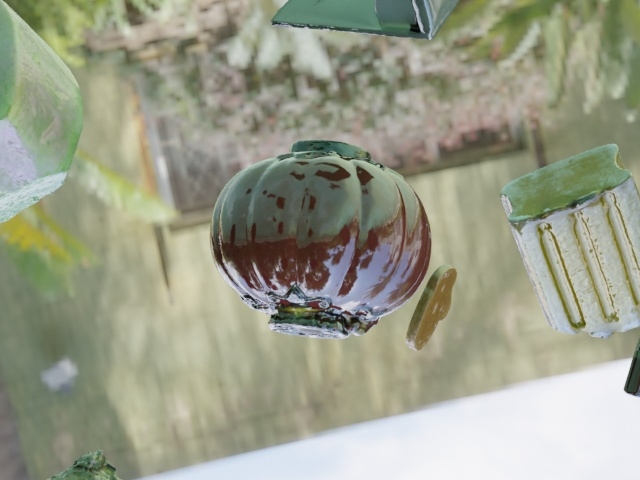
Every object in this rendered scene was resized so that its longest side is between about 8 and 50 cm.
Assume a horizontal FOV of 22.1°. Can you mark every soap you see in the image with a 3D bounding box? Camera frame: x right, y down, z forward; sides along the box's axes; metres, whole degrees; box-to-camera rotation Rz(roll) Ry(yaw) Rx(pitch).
[{"bbox_3d":[0.296,0.013,1.808,0.140,0.232,0.073,-20,-137,8],"label":"soap"}]

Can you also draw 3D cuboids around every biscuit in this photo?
[{"bbox_3d":[0.169,0.101,2.492,0.023,0.140,0.118,25,-178,21],"label":"biscuit"}]

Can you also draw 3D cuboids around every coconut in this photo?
[{"bbox_3d":[-0.325,-0.114,1.434,0.235,0.205,0.236,20,167,5],"label":"coconut"}]

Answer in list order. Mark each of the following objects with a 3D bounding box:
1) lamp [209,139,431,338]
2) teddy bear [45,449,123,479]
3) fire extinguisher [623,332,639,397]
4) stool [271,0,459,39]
[{"bbox_3d":[0.000,0.000,2.214,0.303,0.257,0.303,7,168,1],"label":"lamp"},{"bbox_3d":[-0.373,0.402,2.263,0.256,0.156,0.267,-25,-165,-34],"label":"teddy bear"},{"bbox_3d":[0.432,0.121,2.144,0.049,0.173,0.035,13,-176,-46],"label":"fire extinguisher"},{"bbox_3d":[0.047,-0.421,2.184,0.269,0.244,0.170,8,-133,31],"label":"stool"}]
